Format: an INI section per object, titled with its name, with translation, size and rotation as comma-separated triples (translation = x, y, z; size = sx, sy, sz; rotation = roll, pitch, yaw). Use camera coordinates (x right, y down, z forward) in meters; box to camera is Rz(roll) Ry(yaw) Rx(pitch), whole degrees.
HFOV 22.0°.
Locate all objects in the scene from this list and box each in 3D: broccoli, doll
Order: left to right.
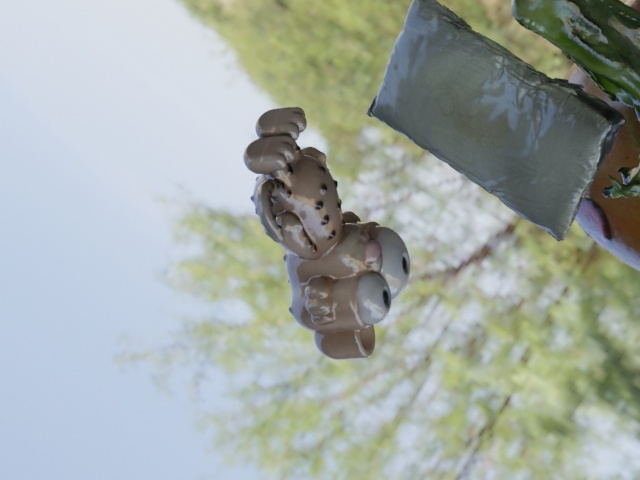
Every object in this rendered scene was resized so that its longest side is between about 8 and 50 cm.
[doll]
translation = 0.000, -0.002, 1.644
size = 0.119, 0.154, 0.278
rotation = -7, 139, 24
[broccoli]
translation = 0.271, -0.137, 1.359
size = 0.304, 0.165, 0.145
rotation = 31, 154, -32

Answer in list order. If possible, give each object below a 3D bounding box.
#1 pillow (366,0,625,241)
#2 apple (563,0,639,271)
[pillow]
translation = 0.151, -0.112, 1.460
size = 0.230, 0.148, 0.050
rotation = 37, -142, 23
[apple]
translation = 0.411, -0.095, 1.664
size = 0.305, 0.338, 0.338
rotation = 44, -166, 27
